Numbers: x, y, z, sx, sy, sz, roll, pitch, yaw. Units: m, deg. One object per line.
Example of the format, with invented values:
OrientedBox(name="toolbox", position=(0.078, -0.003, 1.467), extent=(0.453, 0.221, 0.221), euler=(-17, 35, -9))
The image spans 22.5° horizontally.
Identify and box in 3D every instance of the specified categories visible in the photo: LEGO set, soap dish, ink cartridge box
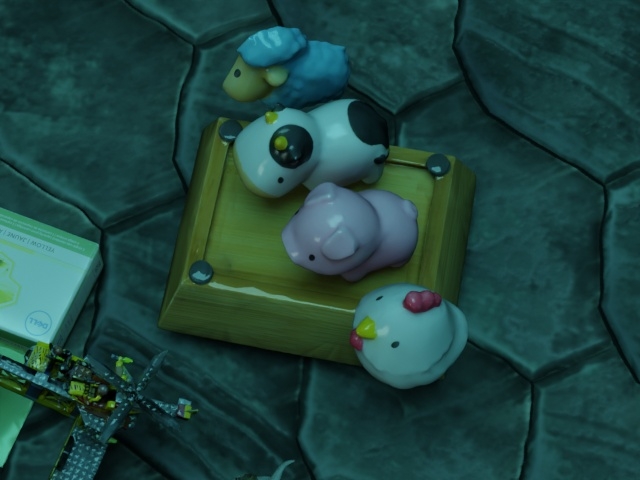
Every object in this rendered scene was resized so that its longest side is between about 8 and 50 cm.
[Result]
OrientedBox(name="LEGO set", position=(-0.284, 0.198, 1.397), extent=(0.255, 0.192, 0.331), euler=(32, 59, -4))
OrientedBox(name="soap dish", position=(0.000, 0.000, 1.595), extent=(0.291, 0.118, 0.229), euler=(10, 66, 3))
OrientedBox(name="ink cartridge box", position=(-0.341, 0.084, 1.594), extent=(0.171, 0.056, 0.235), euler=(20, 65, 8))

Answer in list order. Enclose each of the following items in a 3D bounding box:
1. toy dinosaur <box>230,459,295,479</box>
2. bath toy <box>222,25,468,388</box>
OrientedBox(name="toy dinosaur", position=(-0.105, 0.341, 1.442), extent=(0.160, 0.121, 0.313), euler=(-7, 61, 12))
OrientedBox(name="bath toy", position=(0.022, -0.028, 1.474), extent=(0.151, 0.129, 0.348), euler=(-21, 69, -10))
